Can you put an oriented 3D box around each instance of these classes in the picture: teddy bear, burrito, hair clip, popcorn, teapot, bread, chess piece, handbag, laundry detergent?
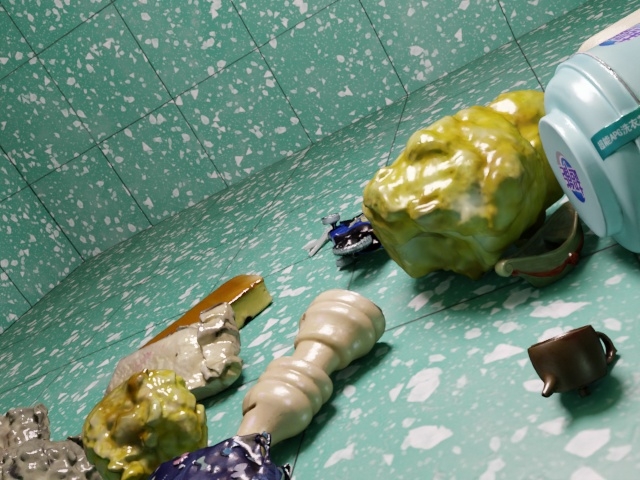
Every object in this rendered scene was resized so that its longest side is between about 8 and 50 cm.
[{"bbox_3d":[-0.531,0.403,1.082,0.368,0.224,0.357,-24,32,13],"label":"teddy bear"},{"bbox_3d":[-0.292,0.257,1.217,0.348,0.107,0.175,-33,40,8],"label":"burrito"},{"bbox_3d":[0.001,0.001,1.627,0.115,0.030,0.039,-40,0,-34],"label":"hair clip"},{"bbox_3d":[0.224,-0.091,1.055,0.334,0.294,0.292,-20,51,46],"label":"popcorn"},{"bbox_3d":[0.279,0.134,0.704,0.121,0.068,0.076,-15,-14,-27],"label":"teapot"},{"bbox_3d":[-0.275,0.205,1.421,0.361,0.077,0.138,-38,19,-24],"label":"bread"},{"bbox_3d":[-0.033,0.212,0.951,0.139,0.124,0.307,19,47,26],"label":"chess piece"},{"bbox_3d":[-0.259,0.290,0.966,0.185,0.167,0.187,-44,8,-32],"label":"popcorn"},{"bbox_3d":[-0.154,0.334,0.784,0.260,0.113,0.162,-26,8,24],"label":"handbag"},{"bbox_3d":[0.459,-0.148,0.815,0.305,0.287,0.287,-27,17,10],"label":"laundry detergent"}]

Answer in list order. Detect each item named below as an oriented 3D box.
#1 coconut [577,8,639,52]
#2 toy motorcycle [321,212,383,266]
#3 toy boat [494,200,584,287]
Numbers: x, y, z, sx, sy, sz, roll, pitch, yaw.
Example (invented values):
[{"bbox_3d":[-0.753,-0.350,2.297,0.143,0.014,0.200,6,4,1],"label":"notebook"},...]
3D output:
[{"bbox_3d":[0.551,-0.263,1.092,0.266,0.237,0.237,-29,16,-9],"label":"coconut"},{"bbox_3d":[0.098,-0.020,1.388,0.169,0.113,0.315,-19,9,2],"label":"toy motorcycle"},{"bbox_3d":[0.331,0.013,0.942,0.185,0.071,0.089,-37,17,-21],"label":"toy boat"}]
